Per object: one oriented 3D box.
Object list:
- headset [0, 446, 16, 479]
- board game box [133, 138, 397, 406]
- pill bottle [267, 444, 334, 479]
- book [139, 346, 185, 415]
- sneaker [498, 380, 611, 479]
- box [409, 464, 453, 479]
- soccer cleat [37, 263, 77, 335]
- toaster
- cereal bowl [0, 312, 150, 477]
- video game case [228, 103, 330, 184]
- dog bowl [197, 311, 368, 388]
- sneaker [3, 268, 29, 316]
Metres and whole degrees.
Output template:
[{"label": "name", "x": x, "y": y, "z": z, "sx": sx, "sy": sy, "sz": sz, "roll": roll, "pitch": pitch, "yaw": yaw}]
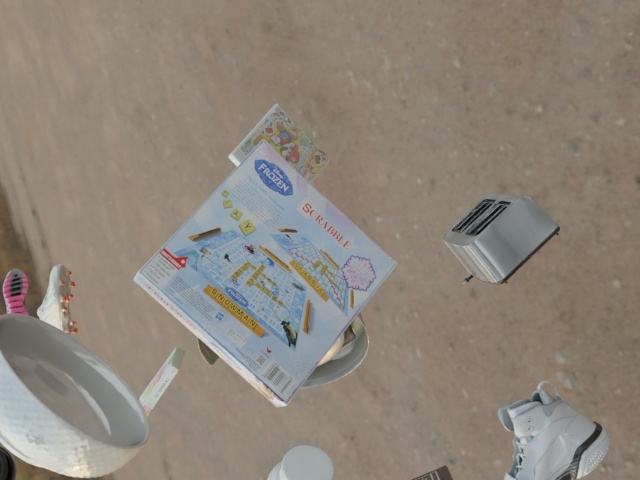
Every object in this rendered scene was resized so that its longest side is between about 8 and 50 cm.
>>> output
[{"label": "headset", "x": -0.650, "y": 0.446, "z": 1.637, "sx": 0.394, "sy": 0.185, "sz": 0.243, "roll": 36, "pitch": 159, "yaw": 3}, {"label": "board game box", "x": -0.084, "y": 0.051, "z": 1.495, "sx": 0.318, "sy": 0.318, "sz": 0.066, "roll": 43, "pitch": 157, "yaw": -5}, {"label": "pill bottle", "x": -0.040, "y": 0.440, "z": 1.522, "sx": 0.118, "sy": 0.117, "sz": 0.208, "roll": 56, "pitch": 146, "yaw": 36}, {"label": "book", "x": -0.335, "y": 0.303, "z": 1.892, "sx": 0.144, "sy": 0.035, "sz": 0.096, "roll": -55, "pitch": 10, "yaw": 13}, {"label": "sneaker", "x": 0.440, "y": 0.482, "z": 1.961, "sx": 0.210, "sy": 0.366, "sz": 0.137, "roll": 47, "pitch": 174, "yaw": -4}, {"label": "box", "x": 0.150, "y": 0.592, "z": 1.694, "sx": 0.296, "sy": 0.294, "sz": 0.183, "roll": -45, "pitch": -65, "yaw": -88}, {"label": "soccer cleat", "x": -0.549, "y": 0.133, "z": 1.858, "sx": 0.068, "sy": 0.076, "sz": 0.196, "roll": -72, "pitch": -10, "yaw": -56}, {"label": "toaster", "x": 0.334, "y": -0.004, "z": 1.712, "sx": 0.110, "sy": 0.185, "sz": 0.168, "roll": 48, "pitch": 176, "yaw": -11}, {"label": "cereal bowl", "x": -0.466, "y": 0.287, "z": 1.559, "sx": 0.339, "sy": 0.141, "sz": 0.339, "roll": 41, "pitch": -174, "yaw": -5}, {"label": "video game case", "x": -0.100, "y": -0.209, "z": 2.295, "sx": 0.206, "sy": 0.227, "sz": 0.026, "roll": 46, "pitch": 142, "yaw": -13}, {"label": "dog bowl", "x": -0.075, "y": 0.172, "z": 1.847, "sx": 0.349, "sy": 0.348, "sz": 0.102, "roll": 101, "pitch": 172, "yaw": -49}, {"label": "sneaker", "x": -0.577, "y": 0.113, "z": 1.703, "sx": 0.057, "sy": 0.047, "sz": 0.119, "roll": 179, "pitch": 89, "yaw": -65}]
